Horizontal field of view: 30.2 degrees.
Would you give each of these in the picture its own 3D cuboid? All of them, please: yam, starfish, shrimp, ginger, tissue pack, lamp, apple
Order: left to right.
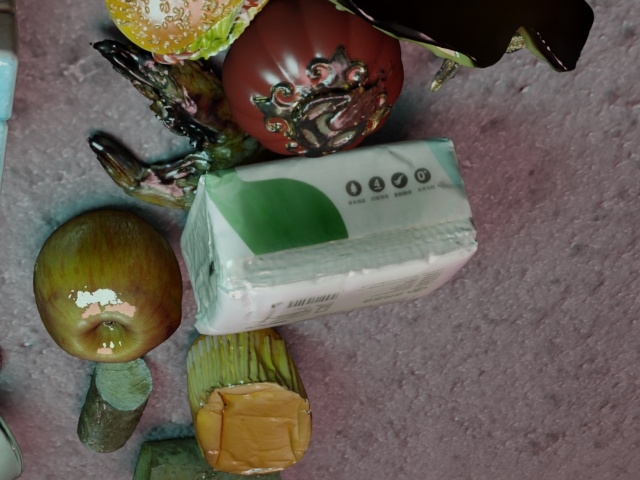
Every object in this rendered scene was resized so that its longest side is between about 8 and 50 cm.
[{"bbox_3d":[-0.298,0.065,1.669,0.211,0.188,0.211,-6,136,-6],"label":"apple"},{"bbox_3d":[-0.340,0.275,1.941,0.107,0.107,0.183,6,136,-22],"label":"yam"},{"bbox_3d":[-0.209,-0.139,1.575,0.233,0.071,0.365,-27,142,19],"label":"shrimp"},{"bbox_3d":[-0.206,0.424,2.101,0.268,0.161,0.161,0,135,-16],"label":"yam"},{"bbox_3d":[-0.007,-0.201,1.460,0.226,0.227,0.227,-9,137,-8],"label":"lamp"},{"bbox_3d":[0.000,-0.002,1.623,0.356,0.194,0.266,-10,165,-16],"label":"tissue pack"},{"bbox_3d":[0.138,-0.352,1.312,0.413,0.211,0.358,-11,100,-23],"label":"ginger"},{"bbox_3d":[0.200,-0.290,1.542,0.208,0.053,0.176,-17,137,-4],"label":"starfish"}]

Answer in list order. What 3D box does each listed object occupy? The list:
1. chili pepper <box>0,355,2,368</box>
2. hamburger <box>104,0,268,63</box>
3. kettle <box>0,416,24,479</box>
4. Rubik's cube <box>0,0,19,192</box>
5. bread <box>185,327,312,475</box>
[{"bbox_3d":[-0.524,0.198,1.849,0.050,0.041,0.153,18,148,-6],"label":"chili pepper"},{"bbox_3d":[-0.144,-0.304,1.360,0.210,0.116,0.173,-33,120,18],"label":"hamburger"},{"bbox_3d":[-0.635,0.395,1.804,0.318,0.205,0.265,-42,157,-38],"label":"kettle"},{"bbox_3d":[-0.495,-0.174,1.258,0.315,0.319,0.322,4,133,-20],"label":"Rubik's cube"},{"bbox_3d":[-0.115,0.253,1.954,0.204,0.156,0.288,-7,140,2],"label":"bread"}]
